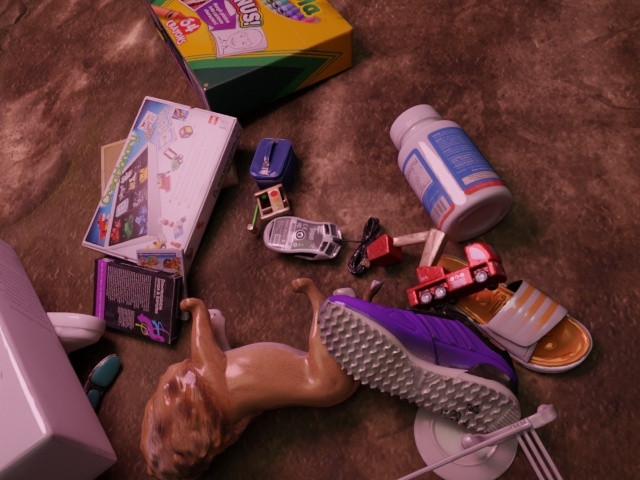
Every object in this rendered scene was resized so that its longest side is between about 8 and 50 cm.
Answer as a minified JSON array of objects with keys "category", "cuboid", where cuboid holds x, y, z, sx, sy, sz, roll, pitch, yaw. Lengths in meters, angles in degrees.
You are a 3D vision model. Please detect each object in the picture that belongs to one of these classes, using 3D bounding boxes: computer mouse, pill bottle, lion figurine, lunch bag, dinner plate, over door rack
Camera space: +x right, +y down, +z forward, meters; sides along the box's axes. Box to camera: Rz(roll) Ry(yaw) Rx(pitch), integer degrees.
[{"category":"computer mouse","cuboid":[0.000,0.000,0.951,0.193,0.042,0.106,8,69,11]},{"category":"pill bottle","cuboid":[0.204,-0.117,0.915,0.124,0.124,0.221,-25,60,-1]},{"category":"lion figurine","cuboid":[-0.073,0.194,0.810,0.392,0.142,0.240,-13,68,2]},{"category":"lunch bag","cuboid":[-0.085,-0.143,1.031,0.067,0.065,0.098,6,65,16]},{"category":"dinner plate","cuboid":[0.201,0.264,0.776,0.141,0.017,0.141,-5,61,9]},{"category":"over door rack","cuboid":[0.187,0.369,0.665,0.324,0.108,0.239,-30,68,12]}]

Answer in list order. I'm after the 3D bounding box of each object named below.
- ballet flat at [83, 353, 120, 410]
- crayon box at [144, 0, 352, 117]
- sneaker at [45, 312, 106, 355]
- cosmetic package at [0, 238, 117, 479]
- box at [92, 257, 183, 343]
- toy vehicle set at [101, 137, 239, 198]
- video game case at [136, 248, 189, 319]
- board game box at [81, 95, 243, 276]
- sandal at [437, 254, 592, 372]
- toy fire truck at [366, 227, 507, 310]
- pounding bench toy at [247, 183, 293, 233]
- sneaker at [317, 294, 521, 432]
[{"category":"ballet flat","cuboid":[-0.371,0.237,0.914,0.041,0.041,0.114,15,66,20]},{"category":"crayon box","cuboid":[-0.155,-0.444,1.163,0.313,0.106,0.363,-27,60,-11]},{"category":"sneaker","cuboid":[-0.488,0.215,0.921,0.293,0.108,0.169,-11,63,17]},{"category":"cosmetic package","cuboid":[-0.499,0.179,0.771,0.230,0.161,0.453,-37,58,-10]},{"category":"box","cuboid":[-0.311,0.100,0.943,0.162,0.029,0.116,12,102,19]},{"category":"toy vehicle set","cuboid":[-0.302,-0.151,1.102,0.267,0.035,0.166,-15,60,5]},{"category":"video game case","cuboid":[-0.268,0.074,0.948,0.087,0.011,0.122,0,99,16]},{"category":"board game box","cuboid":[-0.284,-0.101,1.020,0.193,0.053,0.305,17,78,13]},{"category":"sandal","cuboid":[0.261,0.095,0.816,0.265,0.076,0.102,32,74,26]},{"category":"toy fire truck","cuboid":[0.170,0.032,0.842,0.192,0.047,0.135,-26,58,28]},{"category":"pounding bench toy","cuboid":[-0.095,-0.054,0.993,0.083,0.052,0.065,-20,60,2]},{"category":"sneaker","cuboid":[0.140,0.144,0.785,0.293,0.102,0.146,28,39,4]}]
